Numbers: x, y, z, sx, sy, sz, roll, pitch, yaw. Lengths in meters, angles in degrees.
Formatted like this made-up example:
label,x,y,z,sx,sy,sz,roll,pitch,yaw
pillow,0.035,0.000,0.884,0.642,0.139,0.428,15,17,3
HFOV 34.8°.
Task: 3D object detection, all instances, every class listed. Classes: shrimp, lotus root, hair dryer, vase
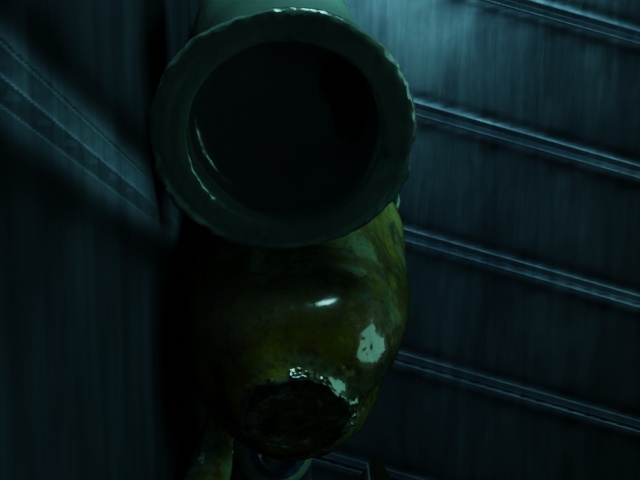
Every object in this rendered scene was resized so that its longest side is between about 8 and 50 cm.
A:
label,x,y,z,sx,sy,sz,roll,pitch,yaw
shrimp,-0.117,0.259,1.066,0.217,0.051,0.115,-88,-177,-56
lotus root,-0.027,0.074,1.083,0.346,0.250,0.251,-87,176,-55
hair dryer,-0.084,0.228,1.479,0.296,0.118,0.298,97,-19,-62
vase,-0.049,-0.160,1.033,0.291,0.244,0.245,-103,-170,-60

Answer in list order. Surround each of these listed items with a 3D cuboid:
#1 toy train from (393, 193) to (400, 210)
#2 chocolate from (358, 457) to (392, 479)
label,x,y,z,sx,sy,sz,roll,pitch,yaw
toy train,0.000,0.000,1.582,0.167,0.238,0.299,-117,-154,-80
chocolate,0.020,0.553,1.562,0.314,0.296,0.326,-98,166,-46
